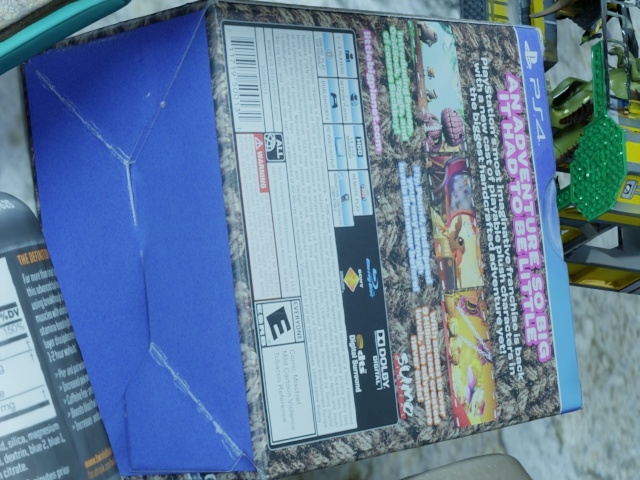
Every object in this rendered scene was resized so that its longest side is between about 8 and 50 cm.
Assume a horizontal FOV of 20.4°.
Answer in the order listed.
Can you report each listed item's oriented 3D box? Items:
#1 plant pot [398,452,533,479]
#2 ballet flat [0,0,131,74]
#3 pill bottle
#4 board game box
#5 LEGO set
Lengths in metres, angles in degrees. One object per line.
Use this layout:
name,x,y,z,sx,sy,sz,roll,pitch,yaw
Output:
plant pot,0.075,0.249,0.979,0.263,0.263,0.229,-4,69,-50
ballet flat,-0.091,-0.158,0.808,0.107,0.316,0.106,-101,168,-88
pill bottle,-0.167,0.065,0.773,0.130,0.130,0.246,-17,89,-50
board game box,0.000,0.000,0.982,0.291,0.141,0.232,-3,86,-50
LEGO set,0.218,-0.109,1.162,0.192,0.255,0.331,8,60,-22
